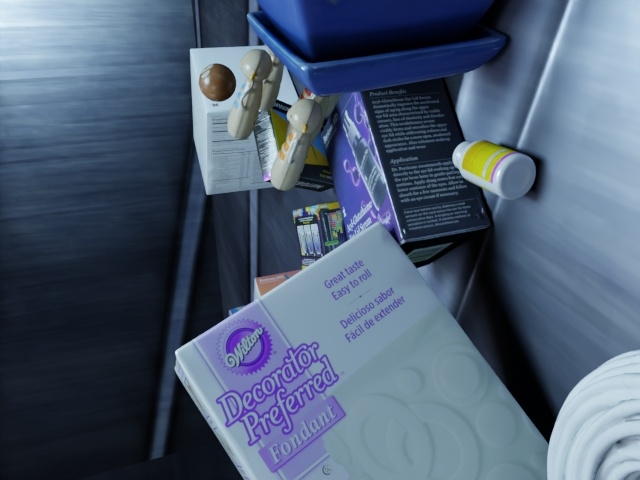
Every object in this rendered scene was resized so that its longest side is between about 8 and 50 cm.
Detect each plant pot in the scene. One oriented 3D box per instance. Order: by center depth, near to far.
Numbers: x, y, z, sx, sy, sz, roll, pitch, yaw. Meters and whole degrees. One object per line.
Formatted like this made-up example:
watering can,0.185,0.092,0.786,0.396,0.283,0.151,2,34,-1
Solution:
plant pot,0.041,-0.272,0.497,0.236,0.236,0.212,-122,22,-49

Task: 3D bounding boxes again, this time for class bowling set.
bowling set,-0.068,-0.220,0.722,0.287,0.200,0.154,-75,8,-49

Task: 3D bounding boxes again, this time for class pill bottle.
pill bottle,0.163,-0.072,0.512,0.083,0.043,0.043,-131,36,-58

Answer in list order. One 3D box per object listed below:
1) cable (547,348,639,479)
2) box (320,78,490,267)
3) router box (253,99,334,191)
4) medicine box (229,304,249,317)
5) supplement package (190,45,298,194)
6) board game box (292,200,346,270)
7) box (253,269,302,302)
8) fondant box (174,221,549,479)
cable,0.248,0.189,0.315,0.257,0.089,0.257,153,106,-72
box,0.089,-0.079,0.632,0.153,0.108,0.207,126,132,-66
router box,-0.041,-0.159,0.909,0.046,0.179,0.133,-17,81,30
medicine box,-0.162,0.349,1.539,0.263,0.149,0.289,-163,65,-73
supplement package,-0.180,-0.270,1.212,0.262,0.198,0.199,107,149,-55
board game box,0.000,0.000,1.045,0.170,0.048,0.141,-179,78,-72
box,-0.070,0.164,1.208,0.091,0.130,0.170,99,154,-46
fondant box,0.052,0.182,0.503,0.330,0.238,0.096,54,157,10
